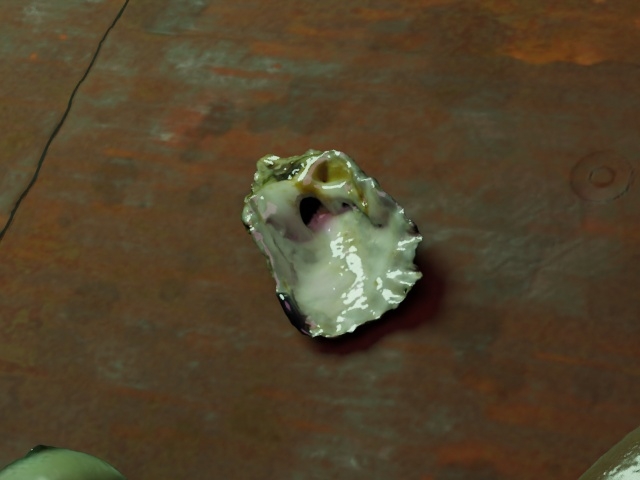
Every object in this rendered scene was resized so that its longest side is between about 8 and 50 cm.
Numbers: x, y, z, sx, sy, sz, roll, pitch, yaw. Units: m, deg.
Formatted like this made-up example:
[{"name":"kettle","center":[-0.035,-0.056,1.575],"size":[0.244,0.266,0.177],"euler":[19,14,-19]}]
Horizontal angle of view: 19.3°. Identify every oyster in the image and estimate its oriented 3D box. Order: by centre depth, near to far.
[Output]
[{"name":"oyster","center":[0.000,0.000,1.179],"size":[0.146,0.045,0.121],"euler":[16,59,20]}]

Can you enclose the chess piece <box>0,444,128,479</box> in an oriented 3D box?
[{"name":"chess piece","center":[-0.053,0.260,0.946],"size":[0.330,0.182,0.182],"euler":[30,70,28]}]

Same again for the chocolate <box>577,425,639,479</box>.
[{"name":"chocolate","center":[0.224,0.186,0.918],"size":[0.161,0.083,0.261],"euler":[-42,63,-7]}]
